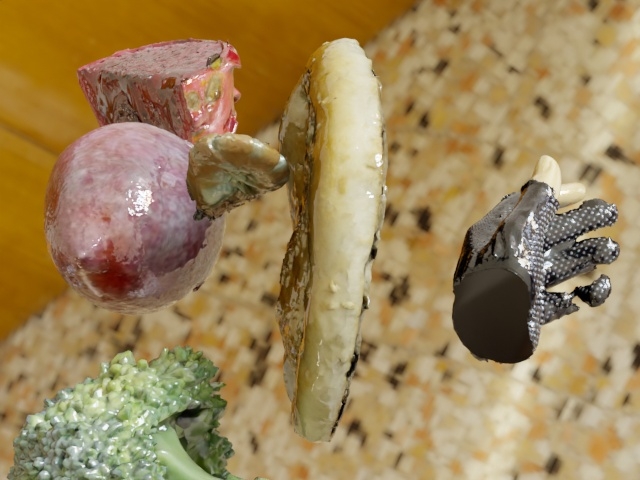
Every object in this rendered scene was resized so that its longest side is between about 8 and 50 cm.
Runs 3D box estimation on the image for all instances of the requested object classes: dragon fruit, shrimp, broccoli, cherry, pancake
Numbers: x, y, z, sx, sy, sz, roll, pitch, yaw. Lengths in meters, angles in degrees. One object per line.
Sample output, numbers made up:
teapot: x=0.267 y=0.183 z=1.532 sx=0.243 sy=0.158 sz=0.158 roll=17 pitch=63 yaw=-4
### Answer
dragon fruit: x=-0.165 y=-0.137 z=2.213 sx=0.262 sy=0.134 sz=0.211 roll=19 pitch=123 yaw=52
shrimp: x=-0.083 y=-0.050 z=1.627 sx=0.184 sy=0.091 sz=0.043 roll=133 pitch=149 yaw=-65
broccoli: x=-0.148 y=0.216 z=1.643 sx=0.302 sy=0.375 sz=0.249 roll=-22 pitch=70 yaw=3
cherry: x=-0.190 y=-0.015 z=1.799 sx=0.175 sy=0.250 sz=0.192 roll=7 pitch=104 yaw=14
pancake: x=0.000 y=0.000 z=1.686 sx=0.387 sy=0.082 sz=0.387 roll=-176 pitch=90 yaw=-85

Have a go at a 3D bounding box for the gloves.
gloves: x=0.176 y=0.009 z=1.541 sx=0.106 sy=0.129 sz=0.180 roll=-20 pitch=21 yaw=37
